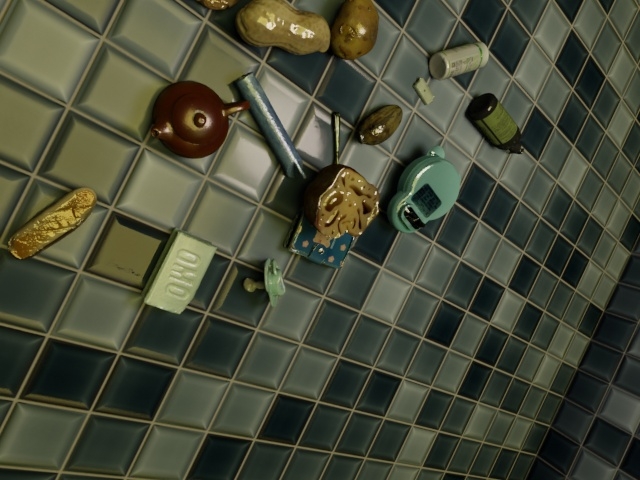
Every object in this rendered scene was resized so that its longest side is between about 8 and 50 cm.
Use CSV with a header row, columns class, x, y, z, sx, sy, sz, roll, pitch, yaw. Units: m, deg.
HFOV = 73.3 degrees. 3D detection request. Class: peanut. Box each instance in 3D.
class,x,y,z,sx,sy,sz,roll,pitch,yaw
peanut,-0.086,-0.534,1.071,0.256,0.123,0.124,-6,105,-31

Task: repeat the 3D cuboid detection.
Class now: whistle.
class,x,y,z,sx,sy,sz,roll,pitch,yaw
whistle,-0.125,-0.291,1.139,0.062,0.062,0.304,-39,118,-16

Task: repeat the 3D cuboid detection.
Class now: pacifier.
class,x,y,z,sx,sy,sz,roll,pitch,yaw
pacifier,-0.159,0.115,1.214,0.116,0.127,0.150,-3,140,8

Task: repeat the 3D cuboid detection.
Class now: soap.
class,x,y,z,sx,sy,sz,roll,pitch,yaw
soap,-0.360,0.079,1.097,0.114,0.063,0.199,26,89,-33

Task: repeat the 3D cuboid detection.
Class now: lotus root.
class,x,y,z,sx,sy,sz,roll,pitch,yaw
lotus root,0.179,-0.343,1.286,0.179,0.089,0.081,-39,155,-19
lotus root,0.034,-0.110,1.206,0.188,0.180,0.199,40,82,-36

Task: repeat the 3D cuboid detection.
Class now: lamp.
class,x,y,z,sx,sy,sz,roll,pitch,yaw
lamp,0.329,-0.148,1.382,0.209,0.147,0.284,45,71,-28

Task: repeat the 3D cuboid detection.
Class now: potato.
class,x,y,z,sx,sy,sz,roll,pitch,yaw
potato,0.096,-0.573,1.158,0.137,0.137,0.176,21,95,-32

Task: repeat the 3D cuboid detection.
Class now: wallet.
class,x,y,z,sx,sy,sz,roll,pitch,yaw
wallet,0.001,0.000,1.285,0.202,0.059,0.141,23,93,-32

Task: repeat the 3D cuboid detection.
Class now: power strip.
class,x,y,z,sx,sy,sz,roll,pitch,yaw
power strip,0.331,-0.477,1.378,0.090,0.016,0.040,44,79,-31

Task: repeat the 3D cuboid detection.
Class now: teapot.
class,x,y,z,sx,sy,sz,roll,pitch,yaw
teapot,-0.277,-0.287,1.012,0.252,0.135,0.178,-24,117,-22

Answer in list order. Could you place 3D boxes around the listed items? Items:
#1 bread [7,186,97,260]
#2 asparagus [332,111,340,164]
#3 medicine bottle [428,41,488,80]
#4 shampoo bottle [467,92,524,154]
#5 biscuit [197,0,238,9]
class,x,y,z,sx,sy,sz,roll,pitch,yaw
bread,-0.583,-0.038,0.947,0.214,0.053,0.073,-42,115,-11
asparagus,0.048,-0.260,1.270,0.022,0.023,0.233,3,105,15
medicine bottle,0.442,-0.575,1.376,0.183,0.086,0.086,-23,113,-23
shampoo bottle,0.637,-0.394,1.523,0.283,0.101,0.101,34,85,-31
biscuit,-0.254,-0.653,0.985,0.225,0.042,0.226,-8,108,-27
